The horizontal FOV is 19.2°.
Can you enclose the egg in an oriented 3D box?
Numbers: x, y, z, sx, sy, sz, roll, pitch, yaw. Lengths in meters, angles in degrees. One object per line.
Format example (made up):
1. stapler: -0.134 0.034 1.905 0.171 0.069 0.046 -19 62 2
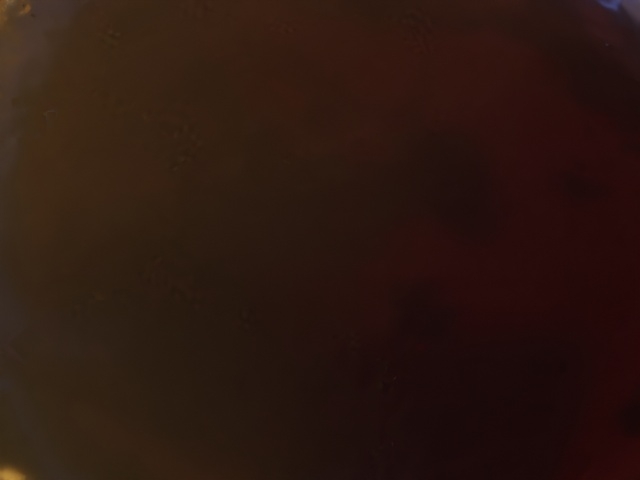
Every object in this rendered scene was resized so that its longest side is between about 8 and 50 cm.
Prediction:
1. egg: 0.000 0.000 0.502 0.203 0.283 0.203 2 92 61
